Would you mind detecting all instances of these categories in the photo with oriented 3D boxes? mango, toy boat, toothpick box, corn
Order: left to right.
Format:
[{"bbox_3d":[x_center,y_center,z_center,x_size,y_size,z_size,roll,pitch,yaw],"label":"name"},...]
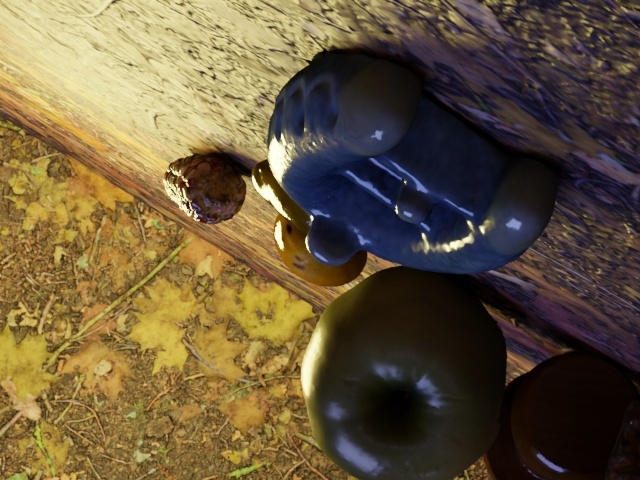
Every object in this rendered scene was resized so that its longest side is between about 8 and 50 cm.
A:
[{"bbox_3d":[-0.168,-0.073,2.207,0.092,0.092,0.280,33,176,-15],"label":"corn"},{"bbox_3d":[-0.013,-0.047,1.711,0.161,0.076,0.103,31,180,45],"label":"mango"},{"bbox_3d":[-0.003,-0.001,1.974,0.115,0.090,0.178,20,167,17],"label":"mango"},{"bbox_3d":[0.049,-0.038,1.235,0.215,0.123,0.330,32,173,-15],"label":"toy boat"},{"bbox_3d":[0.297,0.231,1.934,0.192,0.192,0.294,31,168,8],"label":"toothpick box"}]

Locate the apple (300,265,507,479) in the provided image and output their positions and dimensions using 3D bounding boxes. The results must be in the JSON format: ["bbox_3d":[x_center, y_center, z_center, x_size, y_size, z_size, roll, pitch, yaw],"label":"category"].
[{"bbox_3d":[0.100,0.164,1.934,0.279,0.279,0.279,31,174,4],"label":"apple"}]

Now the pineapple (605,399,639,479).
[{"bbox_3d":[0.472,0.279,1.643,0.361,0.175,0.175,17,170,17],"label":"pineapple"}]
